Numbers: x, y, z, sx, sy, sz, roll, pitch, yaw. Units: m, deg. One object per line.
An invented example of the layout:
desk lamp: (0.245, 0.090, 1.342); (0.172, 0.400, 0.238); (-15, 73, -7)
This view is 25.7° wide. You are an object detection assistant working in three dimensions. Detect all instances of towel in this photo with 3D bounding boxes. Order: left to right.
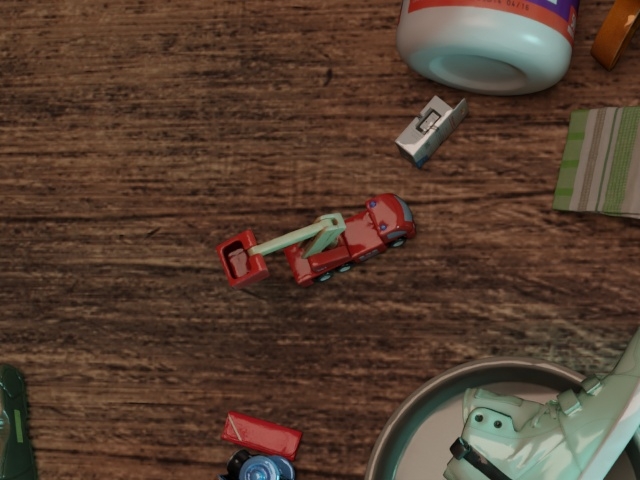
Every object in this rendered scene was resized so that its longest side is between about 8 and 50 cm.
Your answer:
towel: (0.297, -0.079, 1.404); (0.152, 0.023, 0.113); (8, 83, 60)

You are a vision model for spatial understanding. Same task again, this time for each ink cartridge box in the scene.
ink cartridge box: (0.119, -0.121, 1.493); (0.028, 0.048, 0.083); (41, 87, 18)

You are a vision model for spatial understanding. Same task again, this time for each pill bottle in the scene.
pill bottle: (0.190, -0.326, 1.456); (0.181, 0.181, 0.323); (8, 79, 14)

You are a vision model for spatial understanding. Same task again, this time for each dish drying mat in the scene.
dish drying mat: (-0.062, 0.206, 1.478); (0.083, 0.008, 0.032); (15, 80, 16)

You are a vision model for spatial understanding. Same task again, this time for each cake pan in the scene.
cake pan: (0.189, 0.263, 1.384); (0.293, 0.054, 0.293); (-3, 76, 12)

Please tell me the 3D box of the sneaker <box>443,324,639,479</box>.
sneaker: (0.220, 0.152, 1.321); (0.151, 0.094, 0.256); (33, 88, 12)

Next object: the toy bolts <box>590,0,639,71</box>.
toy bolts: (0.402, -0.258, 1.419); (0.158, 0.218, 0.228); (30, 50, 11)

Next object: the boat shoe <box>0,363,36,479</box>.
boat shoe: (-0.354, 0.232, 1.515); (0.072, 0.068, 0.190); (-17, 64, 21)

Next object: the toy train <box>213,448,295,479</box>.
toy train: (-0.036, 0.294, 1.416); (0.184, 0.080, 0.105); (36, 93, 18)

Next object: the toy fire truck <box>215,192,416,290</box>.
toy fire truck: (0.000, 0.000, 1.446); (0.192, 0.135, 0.047); (-25, 73, 6)
